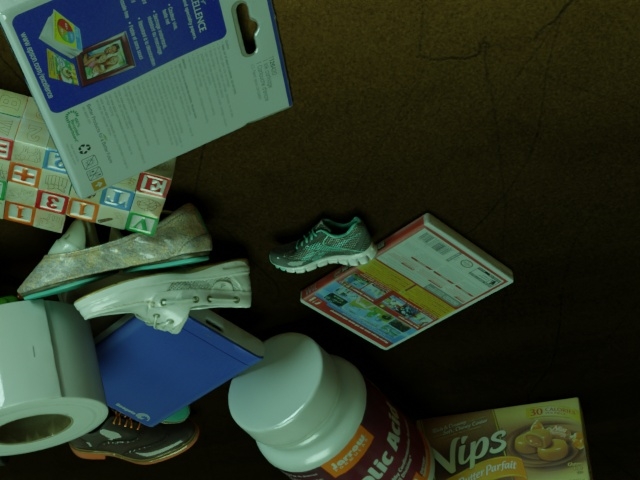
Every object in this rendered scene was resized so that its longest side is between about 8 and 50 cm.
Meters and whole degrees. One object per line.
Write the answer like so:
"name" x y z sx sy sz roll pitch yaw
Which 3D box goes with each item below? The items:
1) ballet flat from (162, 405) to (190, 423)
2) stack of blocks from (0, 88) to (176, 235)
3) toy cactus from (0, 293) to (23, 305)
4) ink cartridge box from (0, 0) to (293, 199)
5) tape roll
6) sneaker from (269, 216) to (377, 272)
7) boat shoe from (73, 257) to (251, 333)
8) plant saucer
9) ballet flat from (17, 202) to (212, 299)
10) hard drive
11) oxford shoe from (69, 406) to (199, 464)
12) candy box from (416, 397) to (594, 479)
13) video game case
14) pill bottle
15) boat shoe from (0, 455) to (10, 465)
"ballet flat" -0.346 0.292 1.944 0.206 0.073 0.067 24 163 -19
"stack of blocks" -0.363 -0.097 1.446 0.297 0.087 0.171 13 139 -12
"toy cactus" -0.575 0.085 1.691 0.181 0.112 0.219 6 147 27
"ink cartridge box" -0.203 -0.227 1.260 0.307 0.072 0.303 -28 141 -14
"tape roll" -0.474 0.223 1.650 0.246 0.169 0.246 -14 156 -7
"sneaker" 0.000 0.000 1.575 0.167 0.065 0.076 -9 122 9
"boat shoe" -0.230 0.096 1.575 0.277 0.096 0.098 -11 178 -23
"plant saucer" -0.303 0.100 1.719 0.278 0.041 0.278 2 139 1
"ballet flat" -0.316 0.009 1.564 0.316 0.106 0.107 -13 180 8
"hard drive" -0.277 0.207 1.771 0.210 0.040 0.319 34 131 -27
"oxford shoe" -0.371 0.369 2.005 0.271 0.097 0.098 -6 134 10
"candy box" 0.341 0.412 1.938 0.317 0.183 0.087 -12 137 17
"video game case" 0.136 0.074 1.670 0.204 0.025 0.285 32 132 -31
"pill bottle" 0.023 0.340 1.841 0.224 0.224 0.392 -20 136 25
"boat shoe" -0.674 0.331 1.959 0.120 0.122 0.324 4 140 3
